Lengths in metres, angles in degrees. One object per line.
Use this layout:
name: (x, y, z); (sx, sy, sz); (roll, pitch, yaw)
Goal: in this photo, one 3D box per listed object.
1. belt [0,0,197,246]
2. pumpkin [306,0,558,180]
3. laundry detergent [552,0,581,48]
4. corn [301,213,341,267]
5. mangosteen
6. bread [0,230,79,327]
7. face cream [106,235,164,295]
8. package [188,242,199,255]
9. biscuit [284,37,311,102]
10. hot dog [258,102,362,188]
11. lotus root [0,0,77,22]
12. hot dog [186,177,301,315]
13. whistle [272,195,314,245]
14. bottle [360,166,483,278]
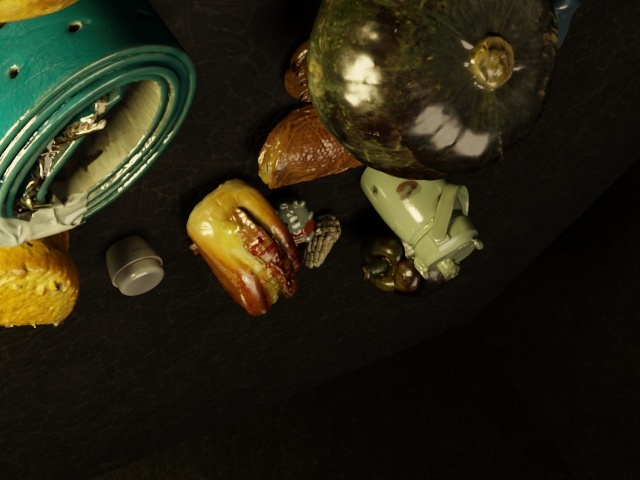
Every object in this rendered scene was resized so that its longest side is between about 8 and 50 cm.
belt: (-0.380, -0.177, 1.214); (0.437, 0.173, 0.300); (-40, 160, 21)
pumpkin: (0.190, -0.319, 1.394); (0.455, 0.344, 0.454); (-11, 113, -27)
laundry detergent: (0.542, -0.516, 1.870); (0.097, 0.061, 0.206); (-18, 155, -13)
corn: (0.000, 0.000, 2.245); (0.087, 0.087, 0.211); (-23, 161, -21)
mangosteen: (0.272, 0.037, 2.370); (0.297, 0.297, 0.313); (-38, -164, 17)
bread: (-0.556, 0.035, 1.408); (0.179, 0.194, 0.340); (-42, 152, 29)
face cream: (-0.409, 0.056, 1.775); (0.117, 0.104, 0.117); (-27, 157, -12)
package: (-0.265, -0.004, 1.936); (0.111, 0.033, 0.077); (-35, 149, -4)
biscuit: (0.024, -0.350, 1.565); (0.212, 0.036, 0.212); (-29, 159, -12)
hot dog: (-0.018, -0.199, 1.729); (0.272, 0.122, 0.196); (-17, 153, -23)
lotus root: (-0.372, -0.336, 0.926); (0.314, 0.141, 0.169); (-17, 153, -12)
hot dog: (-0.155, 0.039, 1.875); (0.185, 0.223, 0.405); (-41, 157, -10)
whistle: (-0.070, -0.043, 2.029); (0.102, 0.105, 0.253); (8, 162, 11)
bottle: (0.281, -0.075, 2.085); (0.229, 0.351, 0.229); (-27, 157, -13)
